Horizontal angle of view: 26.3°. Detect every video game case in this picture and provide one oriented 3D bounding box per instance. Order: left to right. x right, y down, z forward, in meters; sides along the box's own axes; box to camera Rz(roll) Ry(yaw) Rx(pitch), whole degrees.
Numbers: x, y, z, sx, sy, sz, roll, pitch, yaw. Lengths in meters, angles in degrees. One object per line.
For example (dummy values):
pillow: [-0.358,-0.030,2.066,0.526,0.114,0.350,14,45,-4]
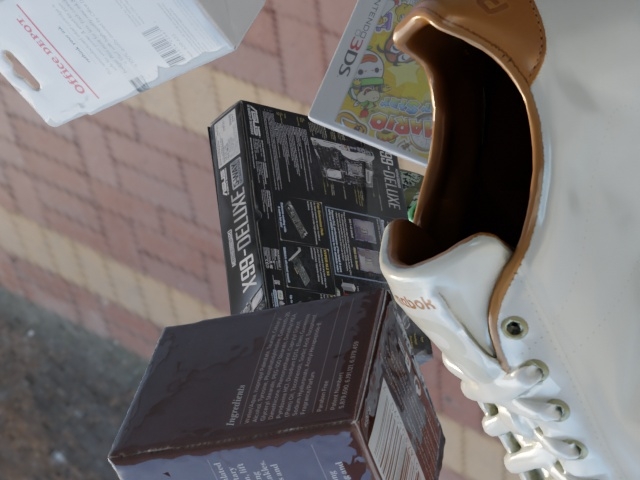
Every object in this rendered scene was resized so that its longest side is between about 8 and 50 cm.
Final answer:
video game case: [0.127,-0.177,1.392,0.227,0.206,0.026,23,179,16]

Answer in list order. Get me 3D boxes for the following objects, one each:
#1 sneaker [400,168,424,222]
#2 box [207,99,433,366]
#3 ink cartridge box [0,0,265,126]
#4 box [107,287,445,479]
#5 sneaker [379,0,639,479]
sneaker: [0.199,-0.029,1.834,0.410,0.158,0.182,26,148,24]
box: [0.000,0.000,1.637,0.242,0.307,0.076,10,150,-37]
ink cartridge box: [-0.140,-0.152,0.909,0.180,0.060,0.104,-17,125,37]
box: [-0.026,0.163,1.087,0.203,0.167,0.168,-10,122,19]
sneaker: [0.078,0.046,0.497,0.106,0.123,0.290,-1,99,63]
